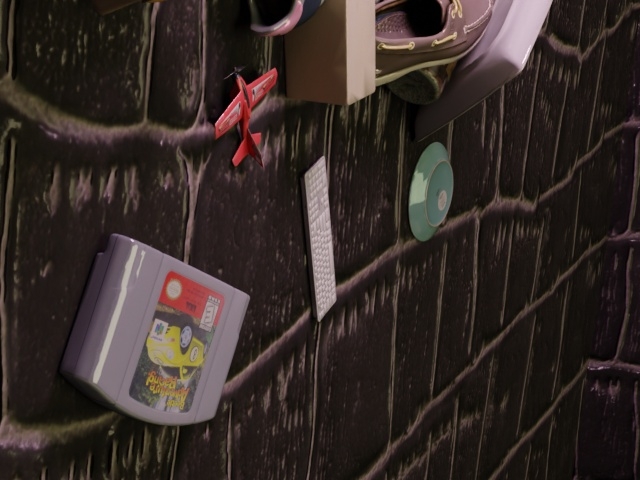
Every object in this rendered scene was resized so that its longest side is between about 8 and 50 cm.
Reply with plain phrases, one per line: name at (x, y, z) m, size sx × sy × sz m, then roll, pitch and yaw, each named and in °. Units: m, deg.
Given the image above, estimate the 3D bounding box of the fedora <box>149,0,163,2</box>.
fedora at (-0.190, -0.342, 1.124) m, size 0.194 × 0.079 × 0.194 m, roll -30°, pitch 127°, yaw -50°

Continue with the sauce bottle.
sauce bottle at (0.211, -0.385, 1.819) m, size 0.344 × 0.111 × 0.111 m, roll -63°, pitch 148°, yaw -27°

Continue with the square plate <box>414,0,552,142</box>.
square plate at (0.286, -0.363, 1.838) m, size 0.049 × 0.344 × 0.347 m, roll 31°, pitch 66°, yaw -14°

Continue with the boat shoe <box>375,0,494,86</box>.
boat shoe at (0.159, -0.331, 1.649) m, size 0.324 × 0.117 × 0.097 m, roll -27°, pitch 163°, yaw -33°

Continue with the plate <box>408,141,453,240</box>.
plate at (0.213, -0.089, 2.024) m, size 0.188 × 0.024 × 0.188 m, roll -29°, pitch 124°, yaw -56°

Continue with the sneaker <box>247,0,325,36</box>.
sneaker at (-0.060, -0.397, 1.311) m, size 0.131 × 0.112 × 0.319 m, roll -55°, pitch 143°, yaw -42°

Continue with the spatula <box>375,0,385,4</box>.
spatula at (0.113, -0.402, 1.591) m, size 0.168 × 0.019 × 0.242 m, roll -4°, pitch 139°, yaw -54°

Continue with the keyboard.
keyboard at (0.000, 0.000, 1.672) m, size 0.072 × 0.014 × 0.256 m, roll -42°, pitch 135°, yaw -49°

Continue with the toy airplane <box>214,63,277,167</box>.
toy airplane at (-0.098, -0.161, 1.415) m, size 0.151 × 0.028 × 0.151 m, roll -31°, pitch 127°, yaw -53°

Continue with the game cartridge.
game cartridge at (-0.192, 0.124, 1.323) m, size 0.294 × 0.060 × 0.196 m, roll 32°, pitch 75°, yaw -60°

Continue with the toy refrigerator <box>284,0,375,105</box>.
toy refrigerator at (0.014, -0.331, 1.484) m, size 0.094 × 0.102 × 0.270 m, roll -35°, pitch 129°, yaw -52°

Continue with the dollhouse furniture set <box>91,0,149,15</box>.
dollhouse furniture set at (-0.068, -0.453, 0.992) m, size 0.362 × 0.256 × 0.394 m, roll -35°, pitch 110°, yaw -50°
